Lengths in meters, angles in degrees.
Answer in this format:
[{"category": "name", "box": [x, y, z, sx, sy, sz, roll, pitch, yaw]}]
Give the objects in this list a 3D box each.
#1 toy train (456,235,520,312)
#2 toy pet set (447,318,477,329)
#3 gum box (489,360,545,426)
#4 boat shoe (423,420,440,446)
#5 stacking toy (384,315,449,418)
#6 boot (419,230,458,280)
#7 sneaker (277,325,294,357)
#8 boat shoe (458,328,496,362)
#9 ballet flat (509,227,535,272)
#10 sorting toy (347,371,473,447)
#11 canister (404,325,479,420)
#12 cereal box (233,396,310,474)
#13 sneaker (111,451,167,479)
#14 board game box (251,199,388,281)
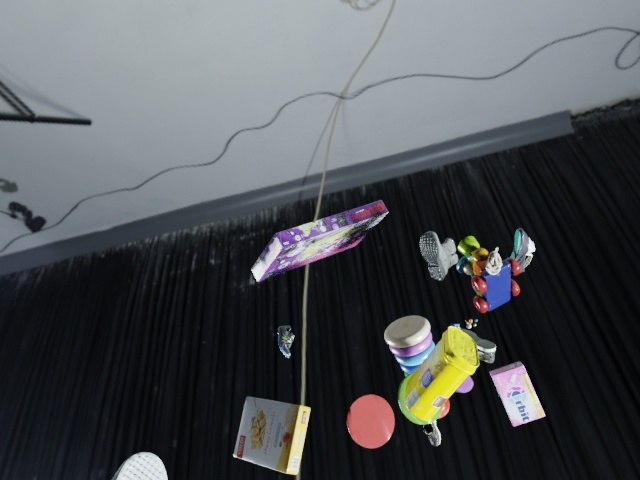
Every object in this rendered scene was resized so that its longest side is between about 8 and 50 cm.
[{"category": "toy train", "box": [0.363, 0.041, 1.108, 0.105, 0.143, 0.248, -28, 138, -2]}, {"category": "toy pet set", "box": [0.679, 0.416, 2.374, 0.065, 0.122, 0.114, 48, 134, -9]}, {"category": "gum box", "box": [0.651, 0.511, 1.633, 0.107, 0.188, 0.062, -23, 175, 10]}, {"category": "boat shoe", "box": [0.409, 0.708, 1.844, 0.056, 0.049, 0.152, -5, 106, 44]}, {"category": "stacking toy", "box": [0.314, 0.399, 1.511, 0.141, 0.141, 0.330, -19, 107, 16]}, {"category": "boot", "box": [0.502, 0.033, 2.070, 0.084, 0.161, 0.246, 9, 132, 42]}, {"category": "sneaker", "box": [-0.167, 0.493, 2.439, 0.078, 0.188, 0.067, -18, 130, 6]}, {"category": "boat shoe", "box": [0.611, 0.421, 1.990, 0.081, 0.228, 0.068, -12, 106, -22]}, {"category": "ballet flat", "box": [0.678, 0.037, 1.655, 0.074, 0.074, 0.203, -5, 132, 0]}, {"category": "sorting toy", "box": [0.213, 0.411, 1.267, 0.366, 0.127, 0.126, -16, 170, -22]}, {"category": "canister", "box": [0.251, 0.280, 1.037, 0.073, 0.126, 0.169, 32, 112, 2]}, {"category": "cereal box", "box": [-0.140, 0.538, 1.379, 0.240, 0.172, 0.047, -10, 151, 43]}, {"category": "sneaker", "box": [-0.372, 0.581, 0.933, 0.126, 0.321, 0.127, 21, 135, -32]}, {"category": "board game box", "box": [0.000, 0.000, 1.322, 0.347, 0.056, 0.208, -19, 166, -33]}]
